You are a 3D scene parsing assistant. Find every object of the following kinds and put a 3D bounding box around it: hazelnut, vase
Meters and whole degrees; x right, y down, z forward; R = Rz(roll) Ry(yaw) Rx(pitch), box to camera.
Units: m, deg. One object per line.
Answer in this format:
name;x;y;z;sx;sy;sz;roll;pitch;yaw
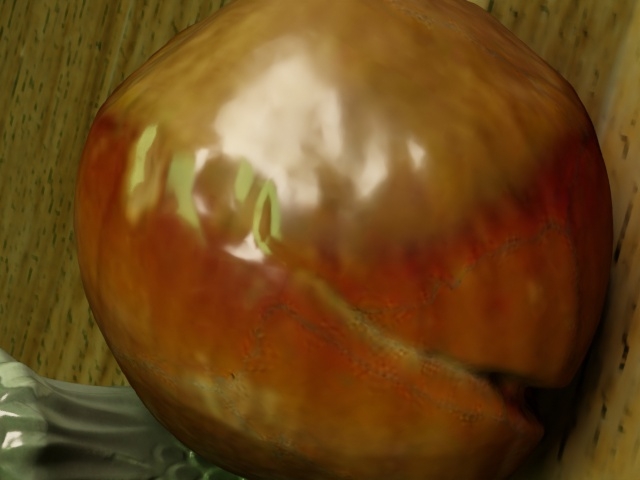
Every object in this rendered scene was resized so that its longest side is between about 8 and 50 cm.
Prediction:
hazelnut;0.000;0.000;0.620;0.182;0.182;0.182;-9;76;40
vase;-0.071;0.074;0.680;0.081;0.148;0.081;-9;76;40
